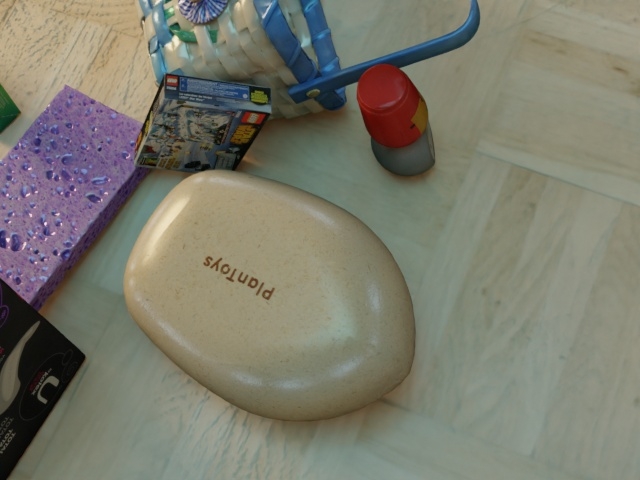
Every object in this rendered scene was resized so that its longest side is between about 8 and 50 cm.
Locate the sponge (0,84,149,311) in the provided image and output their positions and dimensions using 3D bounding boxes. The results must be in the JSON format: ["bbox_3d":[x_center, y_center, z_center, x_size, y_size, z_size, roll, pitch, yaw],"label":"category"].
[{"bbox_3d":[-0.251,-0.043,1.046,0.117,0.031,0.210,29,68,14],"label":"sponge"}]

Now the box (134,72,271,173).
[{"bbox_3d":[-0.107,-0.099,0.996,0.094,0.137,0.027,6,67,-19],"label":"box"}]

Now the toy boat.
[{"bbox_3d":[0.000,0.000,0.972,0.267,0.148,0.318,32,83,21],"label":"toy boat"}]

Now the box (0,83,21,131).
[{"bbox_3d":[-0.378,-0.185,1.088,0.179,0.105,0.043,41,77,19],"label":"box"}]

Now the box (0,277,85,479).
[{"bbox_3d":[-0.321,0.092,0.887,0.143,0.270,0.165,28,74,16],"label":"box"}]

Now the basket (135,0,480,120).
[{"bbox_3d":[-0.023,-0.237,1.017,0.289,0.201,0.255,-22,67,8],"label":"basket"}]
